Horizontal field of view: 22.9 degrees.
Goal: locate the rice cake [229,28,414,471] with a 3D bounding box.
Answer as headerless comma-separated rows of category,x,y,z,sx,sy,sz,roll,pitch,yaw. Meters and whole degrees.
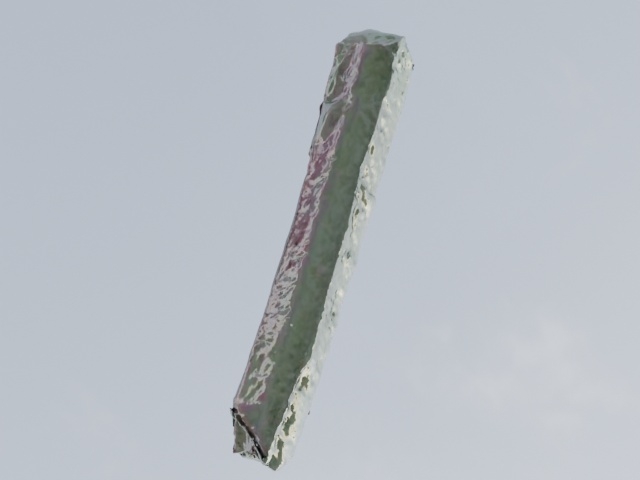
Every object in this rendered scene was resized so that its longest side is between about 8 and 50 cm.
rice cake,0.000,0.000,0.671,0.033,0.208,0.033,5,-26,25
